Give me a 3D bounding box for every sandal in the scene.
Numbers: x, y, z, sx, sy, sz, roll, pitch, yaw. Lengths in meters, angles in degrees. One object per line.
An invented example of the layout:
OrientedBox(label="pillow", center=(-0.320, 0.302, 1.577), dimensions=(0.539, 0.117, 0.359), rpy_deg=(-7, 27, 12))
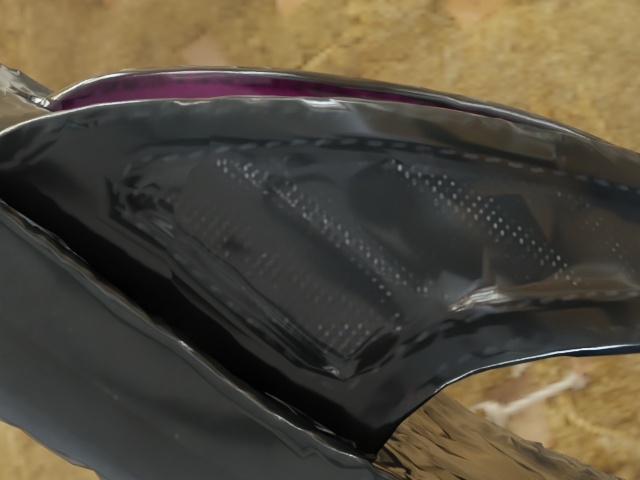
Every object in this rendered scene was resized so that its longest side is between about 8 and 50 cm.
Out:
OrientedBox(label="sandal", center=(-0.001, 0.000, 0.413), dimensions=(0.445, 0.167, 0.107), rpy_deg=(29, -84, -9))
